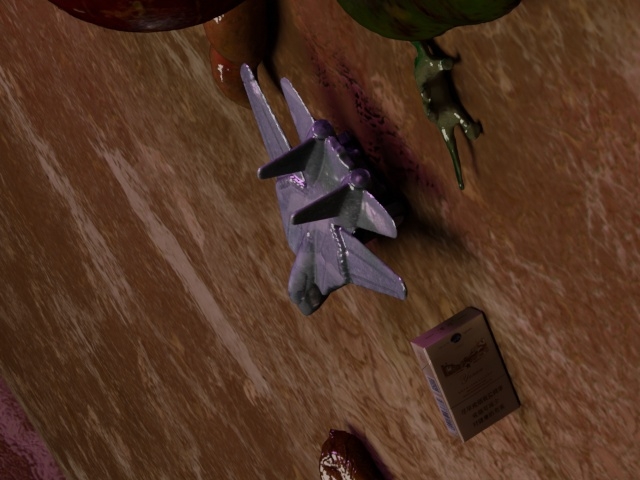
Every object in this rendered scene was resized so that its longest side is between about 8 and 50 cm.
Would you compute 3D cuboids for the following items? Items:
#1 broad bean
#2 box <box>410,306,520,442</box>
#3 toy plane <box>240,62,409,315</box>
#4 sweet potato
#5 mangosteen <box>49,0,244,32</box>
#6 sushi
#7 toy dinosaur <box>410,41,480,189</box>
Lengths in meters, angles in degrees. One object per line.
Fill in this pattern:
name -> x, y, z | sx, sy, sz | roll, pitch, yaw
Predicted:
broad bean -> 0.067, -0.154, 1.054 | 0.339, 0.061, 0.077 | -2, 105, 70
box -> 0.104, 0.097, 1.356 | 0.024, 0.053, 0.083 | 20, 136, 64
toy plane -> 0.010, -0.006, 1.417 | 0.212, 0.088, 0.267 | 54, 169, 20
sweet potato -> -0.065, -0.169, 1.397 | 0.055, 0.058, 0.202 | 28, 149, 21
mangosteen -> -0.084, -0.229, 1.144 | 0.257, 0.215, 0.215 | 10, 132, 35
sushi -> 0.036, 0.230, 1.754 | 0.060, 0.061, 0.118 | -11, -93, -65
toy dinosaur -> 0.076, -0.087, 1.206 | 0.120, 0.029, 0.060 | 65, 178, -32
